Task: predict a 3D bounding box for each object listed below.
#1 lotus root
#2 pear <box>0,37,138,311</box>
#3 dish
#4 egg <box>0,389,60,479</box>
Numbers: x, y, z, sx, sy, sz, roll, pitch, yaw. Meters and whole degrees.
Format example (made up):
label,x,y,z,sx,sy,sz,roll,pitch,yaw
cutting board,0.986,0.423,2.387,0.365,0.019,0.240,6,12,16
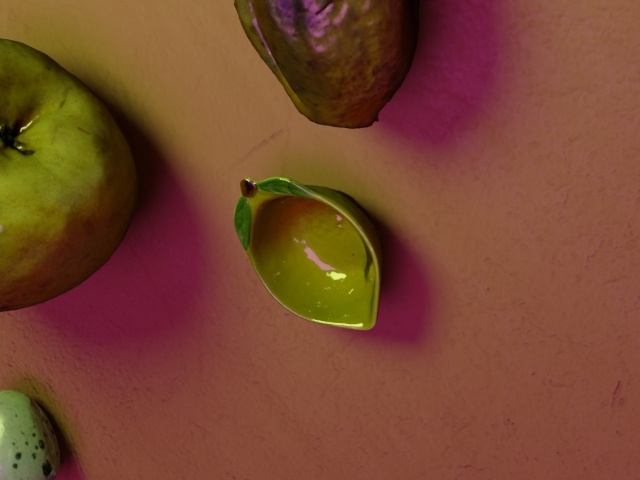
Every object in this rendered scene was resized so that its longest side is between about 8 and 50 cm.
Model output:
label,x,y,z,sx,sy,sz,roll,pitch,yaw
lotus root,-0.002,-0.244,0.883,0.193,0.193,0.291,-1,116,24
pear,-0.363,-0.055,1.061,0.303,0.304,0.304,9,116,19
dish,0.000,0.000,1.048,0.149,0.080,0.208,-34,98,35
egg,-0.418,0.283,1.331,0.131,0.131,0.164,11,109,19
